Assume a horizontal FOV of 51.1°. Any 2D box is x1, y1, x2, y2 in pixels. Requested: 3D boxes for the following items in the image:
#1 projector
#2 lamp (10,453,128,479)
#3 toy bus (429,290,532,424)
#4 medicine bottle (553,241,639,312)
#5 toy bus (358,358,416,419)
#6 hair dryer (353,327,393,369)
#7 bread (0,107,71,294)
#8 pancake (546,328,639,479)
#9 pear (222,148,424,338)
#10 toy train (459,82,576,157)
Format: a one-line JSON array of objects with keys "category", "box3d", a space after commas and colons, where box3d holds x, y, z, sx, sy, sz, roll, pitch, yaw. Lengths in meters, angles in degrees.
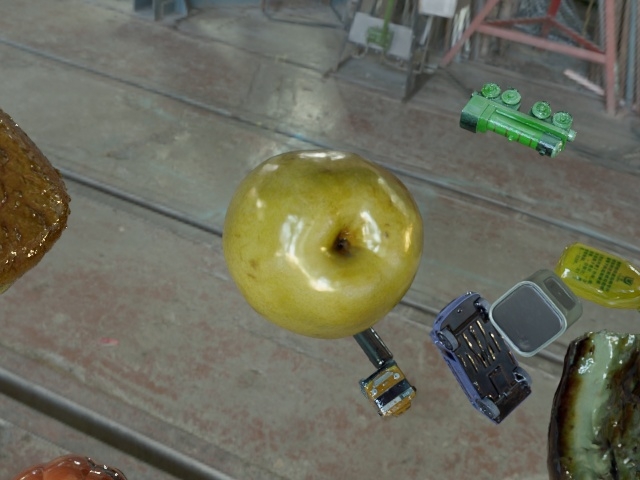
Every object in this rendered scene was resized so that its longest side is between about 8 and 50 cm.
[{"category": "projector", "box3d": [0.283, 0.093, 0.879, 0.083, 0.083, 0.082, 52, 33, 16]}, {"category": "lamp", "box3d": [-0.330, 0.374, 0.870, 0.188, 0.164, 0.187, 4, 72, -12]}, {"category": "toy bus", "box3d": [0.330, 0.243, 1.437, 0.125, 0.292, 0.133, -38, 20, -15]}, {"category": "medicine bottle", "box3d": [0.628, 0.101, 1.347, 0.309, 0.076, 0.111, 24, 78, 24]}, {"category": "toy bus", "box3d": [0.154, 0.345, 1.518, 0.098, 0.201, 0.114, -34, 72, -7]}, {"category": "hair dryer", "box3d": [0.123, 0.171, 1.689, 0.302, 0.244, 0.116, 53, 8, 26]}, {"category": "bread", "box3d": [-0.406, -0.053, 0.715, 0.253, 0.142, 0.227, 55, 49, -12]}, {"category": "pancake", "box3d": [0.408, 0.283, 0.849, 0.067, 0.305, 0.426, 26, 57, -19]}, {"category": "pear", "box3d": [0.000, 0.000, 1.015, 0.315, 0.314, 0.314, 8, 34, -5]}, {"category": "toy train", "box3d": [0.442, -0.265, 1.506, 0.251, 0.085, 0.119, 29, 65, 21]}]
